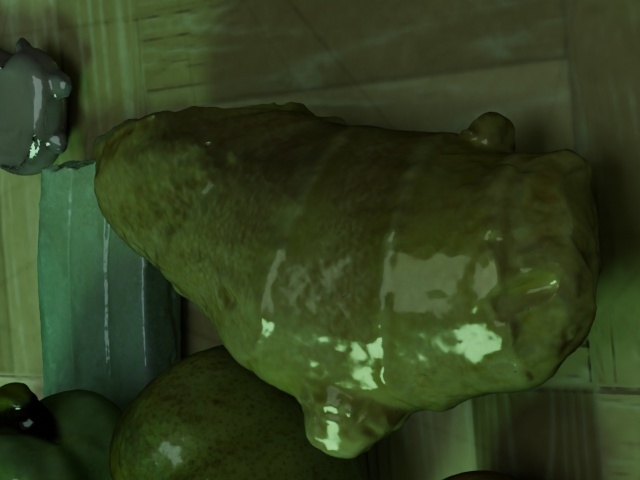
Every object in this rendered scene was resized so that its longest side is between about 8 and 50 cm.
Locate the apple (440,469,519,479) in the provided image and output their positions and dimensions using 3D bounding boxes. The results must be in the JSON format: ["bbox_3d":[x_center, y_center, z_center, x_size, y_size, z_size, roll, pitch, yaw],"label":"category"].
[{"bbox_3d":[0.085,0.158,1.004,0.084,0.071,0.084,-1,89,52],"label":"apple"}]

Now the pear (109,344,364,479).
[{"bbox_3d":[-0.046,0.140,1.078,0.167,0.136,0.167,168,90,-79],"label":"pear"}]

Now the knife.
[{"bbox_3d":[-0.301,-0.129,1.386,0.398,0.038,0.132,24,118,40],"label":"knife"}]

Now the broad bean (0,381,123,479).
[{"bbox_3d":[-0.157,0.183,1.197,0.169,0.100,0.228,20,131,50],"label":"broad bean"}]

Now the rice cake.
[{"bbox_3d":[-0.131,0.053,1.233,0.124,0.038,0.211,0,95,45],"label":"rice cake"}]

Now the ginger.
[{"bbox_3d":[0.000,0.000,1.030,0.354,0.126,0.190,25,93,45],"label":"ginger"}]
